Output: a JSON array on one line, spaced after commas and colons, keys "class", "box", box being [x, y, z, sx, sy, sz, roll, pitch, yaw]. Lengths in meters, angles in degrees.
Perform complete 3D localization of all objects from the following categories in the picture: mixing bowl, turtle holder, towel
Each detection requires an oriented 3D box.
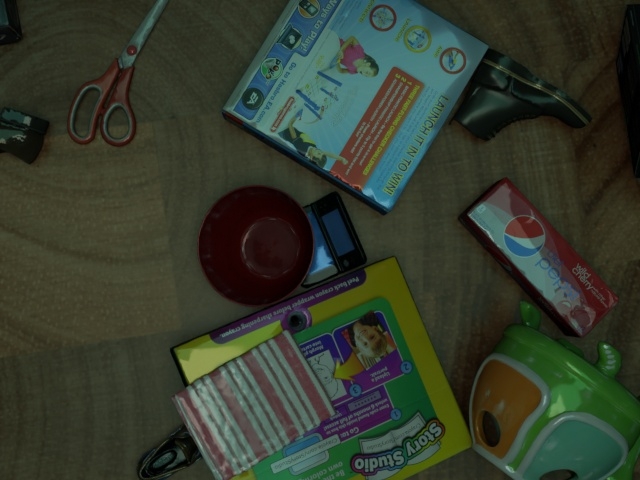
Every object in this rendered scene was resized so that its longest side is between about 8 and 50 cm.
[{"class": "mixing bowl", "box": [-0.088, 0.009, 1.507, 0.181, 0.098, 0.181, 0, 88, 11]}, {"class": "turtle holder", "box": [0.354, 0.263, 1.475, 0.243, 0.320, 0.227, 32, 84, 32]}, {"class": "towel", "box": [-0.093, 0.232, 1.395, 0.197, 0.029, 0.144, -29, 90, -14]}]

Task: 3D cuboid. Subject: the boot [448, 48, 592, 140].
[{"class": "boot", "box": [0.316, -0.197, 1.572, 0.198, 0.077, 0.137, 31, 99, -1]}]

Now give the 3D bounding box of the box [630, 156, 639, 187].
[{"class": "box", "box": [0.646, -0.128, 1.561, 0.275, 0.094, 0.113, -19, 87, -3]}]

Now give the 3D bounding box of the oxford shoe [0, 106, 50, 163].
[{"class": "oxford shoe", "box": [-0.541, -0.170, 1.515, 0.227, 0.083, 0.096, 15, 90, -1]}]

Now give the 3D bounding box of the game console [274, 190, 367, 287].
[{"class": "game console", "box": [0.000, 0.000, 1.537, 0.071, 0.107, 0.122, -22, 88, -32]}]

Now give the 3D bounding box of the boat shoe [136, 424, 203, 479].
[{"class": "boat shoe", "box": [-0.199, 0.314, 1.508, 0.183, 0.066, 0.066, -38, 89, -4]}]

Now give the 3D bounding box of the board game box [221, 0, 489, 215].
[{"class": "board game box", "box": [0.053, -0.246, 1.544, 0.302, 0.086, 0.308, 32, 86, -1]}]

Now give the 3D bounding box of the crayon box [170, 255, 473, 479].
[{"class": "crayon box", "box": [0.002, 0.236, 1.481, 0.363, 0.106, 0.313, -22, 89, -13]}]

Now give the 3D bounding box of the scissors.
[{"class": "scissors", "box": [-0.316, -0.288, 1.561, 0.109, 0.021, 0.297, 16, 88, 0]}]

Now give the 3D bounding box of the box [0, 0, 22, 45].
[{"class": "box", "box": [-0.688, -0.433, 1.516, 0.394, 0.097, 0.318, -12, 86, -3]}]

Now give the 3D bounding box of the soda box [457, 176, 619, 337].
[{"class": "soda box", "box": [0.339, 0.028, 1.543, 0.092, 0.083, 0.263, -43, 89, -4]}]

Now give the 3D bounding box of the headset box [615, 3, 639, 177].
[{"class": "headset box", "box": [0.607, -0.231, 1.477, 0.283, 0.131, 0.246, -2, 56, 7]}]
